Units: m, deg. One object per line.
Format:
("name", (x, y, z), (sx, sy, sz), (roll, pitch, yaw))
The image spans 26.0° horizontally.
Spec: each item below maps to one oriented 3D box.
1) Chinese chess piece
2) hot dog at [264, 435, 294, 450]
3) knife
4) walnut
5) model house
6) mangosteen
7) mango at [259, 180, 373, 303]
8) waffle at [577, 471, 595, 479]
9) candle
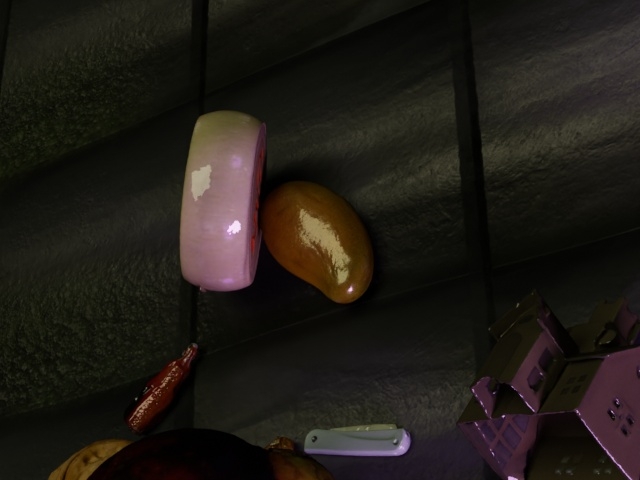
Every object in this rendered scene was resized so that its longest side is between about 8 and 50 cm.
("Chinese chess piece", (-0.140, -0.057, 2.038), (0.102, 0.273, 0.273), (6, 64, 2))
("hot dog", (-0.056, 0.309, 1.912), (0.058, 0.035, 0.083), (-29, 51, 24))
("knife", (0.049, 0.269, 1.867), (0.162, 0.023, 0.044), (-5, 64, 34))
("walnut", (-0.319, 0.363, 1.989), (0.144, 0.144, 0.180), (-9, 19, 32))
("model house", (0.299, 0.147, 1.648), (0.211, 0.204, 0.243), (-14, 31, 48))
("mangosteen", (-0.123, 0.429, 1.679), (0.381, 0.421, 0.381), (-47, 35, 48))
("mango", (0.000, 0.000, 2.013), (0.136, 0.099, 0.227), (-42, 56, 2))
("waffle", (0.369, 0.381, 1.549), (0.309, 0.056, 0.292), (-9, 60, 33))
("candle", (-0.234, 0.223, 2.094), (0.053, 0.048, 0.162), (38, 89, 8))
